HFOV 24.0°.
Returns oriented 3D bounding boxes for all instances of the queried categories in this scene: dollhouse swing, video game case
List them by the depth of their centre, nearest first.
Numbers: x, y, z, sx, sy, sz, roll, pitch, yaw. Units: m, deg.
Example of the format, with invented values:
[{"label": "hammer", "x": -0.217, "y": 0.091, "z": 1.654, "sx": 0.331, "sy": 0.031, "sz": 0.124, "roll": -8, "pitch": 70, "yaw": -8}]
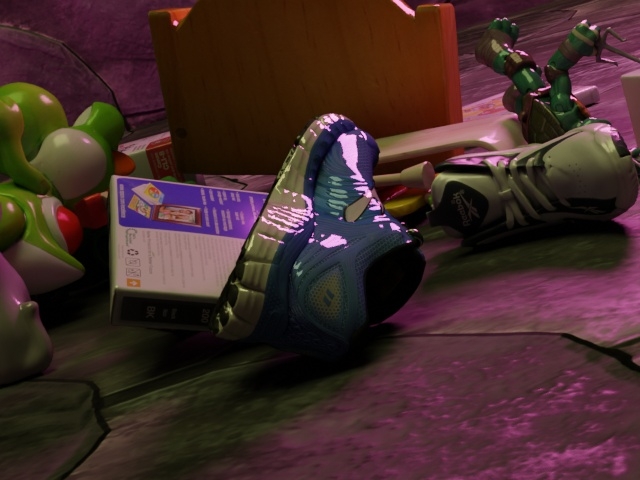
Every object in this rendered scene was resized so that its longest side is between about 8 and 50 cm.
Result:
[{"label": "dollhouse swing", "x": 0.010, "y": -0.230, "z": 1.915, "sx": 0.347, "sy": 0.315, "sz": 0.305, "roll": 1, "pitch": 33, "yaw": 13}, {"label": "video game case", "x": 0.247, "y": -0.177, "z": 2.121, "sx": 0.206, "sy": 0.026, "sz": 0.227, "roll": -20, "pitch": 12, "yaw": -20}]

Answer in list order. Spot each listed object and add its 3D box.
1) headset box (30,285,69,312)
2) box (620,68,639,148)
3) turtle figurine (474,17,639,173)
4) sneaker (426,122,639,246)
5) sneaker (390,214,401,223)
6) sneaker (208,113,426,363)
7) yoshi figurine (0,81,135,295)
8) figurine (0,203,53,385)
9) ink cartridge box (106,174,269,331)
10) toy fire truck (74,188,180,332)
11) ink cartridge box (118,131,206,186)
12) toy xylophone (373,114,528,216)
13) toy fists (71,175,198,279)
[{"label": "headset box", "x": -0.344, "y": 0.066, "z": 1.744, "sx": 0.083, "sy": 0.032, "sz": 0.062, "roll": -13, "pitch": 11, "yaw": 21}, {"label": "box", "x": 0.434, "y": -0.160, "z": 1.612, "sx": 0.170, "sy": 0.091, "sz": 0.130, "roll": -21, "pitch": 12, "yaw": -21}, {"label": "turtle figurine", "x": 0.251, "y": -0.136, "z": 1.517, "sx": 0.118, "sy": 0.175, "sz": 0.234, "roll": -26, "pitch": 36, "yaw": -16}, {"label": "sneaker", "x": 0.180, "y": -0.043, "z": 1.394, "sx": 0.153, "sy": 0.094, "sz": 0.235, "roll": -21, "pitch": 12, "yaw": -18}, {"label": "sneaker", "x": 0.000, "y": 0.000, "z": 1.497, "sx": 0.188, "sy": 0.067, "sz": 0.078, "roll": -13, "pitch": 17, "yaw": 29}, {"label": "sneaker", "x": 0.013, "y": 0.007, "z": 1.287, "sx": 0.147, "sy": 0.129, "sz": 0.330, "roll": 26, "pitch": 33, "yaw": -3}, {"label": "yoshi figurine", "x": -0.360, "y": -0.053, "z": 1.679, "sx": 0.204, "sy": 0.203, "sz": 0.362, "roll": -15, "pitch": 28, "yaw": 36}, {"label": "figurine", "x": -0.375, "y": 0.042, "z": 1.448, "sx": 0.215, "sy": 0.209, "sz": 0.092, "roll": -13, "pitch": 12, "yaw": 14}, {"label": "ink cartridge box", "x": -0.090, "y": 0.014, "z": 1.378, "sx": 0.208, "sy": 0.045, "sz": 0.206, "roll": 4, "pitch": 30, "yaw": -11}, {"label": "toy fire truck", "x": -0.173, "y": 0.015, "z": 1.488, "sx": 0.047, "sy": 0.135, "sz": 0.192, "roll": -22, "pitch": 12, "yaw": -27}, {"label": "ink cartridge box", "x": -0.247, "y": -0.060, "z": 1.975, "sx": 0.176, "sy": 0.127, "sz": 0.128, "roll": -15, "pitch": 13, "yaw": 7}, {"label": "toy xylophone", "x": 0.087, "y": -0.061, "z": 1.635, "sx": 0.323, "sy": 0.081, "sz": 0.236, "roll": -7, "pitch": 14, "yaw": 38}, {"label": "toy fists", "x": -0.251, "y": -0.007, "z": 1.813, "sx": 0.279, "sy": 0.096, "sz": 0.142, "roll": -9, "pitch": 29, "yaw": 32}]
